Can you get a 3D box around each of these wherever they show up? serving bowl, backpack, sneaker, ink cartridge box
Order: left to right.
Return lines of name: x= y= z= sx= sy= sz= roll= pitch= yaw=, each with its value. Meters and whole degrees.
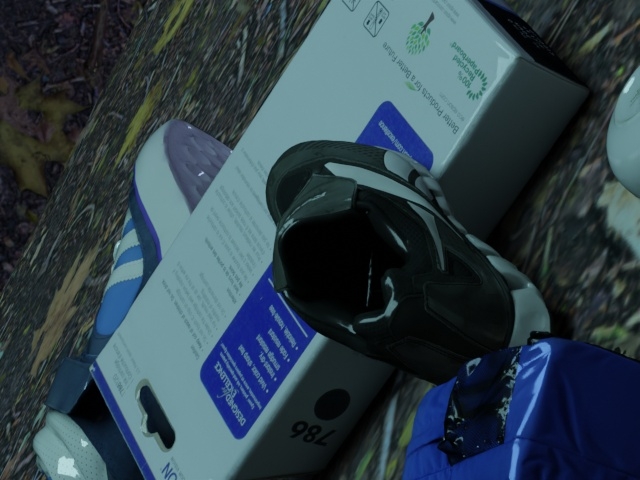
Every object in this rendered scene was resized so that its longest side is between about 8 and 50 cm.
sneaker: x=-0.127 y=0.071 z=1.367 sx=0.236 sy=0.130 sz=0.323 roll=-50 pitch=23 yaw=17
ink cartridge box: x=0.000 y=0.000 z=1.097 sx=0.333 sy=0.065 sz=0.165 roll=-54 pitch=41 yaw=18
sneaker: x=0.016 y=-0.002 z=0.937 sx=0.078 sy=0.106 sz=0.234 roll=-60 pitch=35 yaw=11
backpack: x=0.078 y=0.091 z=0.704 sx=0.120 sy=0.098 sz=0.101 roll=-26 pitch=41 yaw=65
serving bowl: x=0.152 y=-0.061 z=0.876 sx=0.083 sy=0.027 sz=0.083 roll=-54 pitch=17 yaw=25
